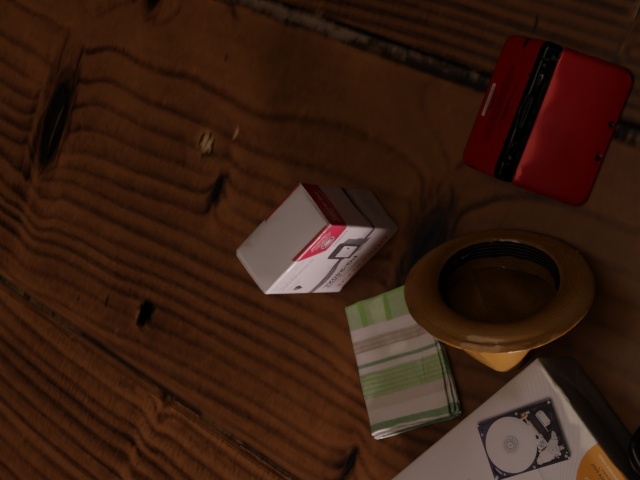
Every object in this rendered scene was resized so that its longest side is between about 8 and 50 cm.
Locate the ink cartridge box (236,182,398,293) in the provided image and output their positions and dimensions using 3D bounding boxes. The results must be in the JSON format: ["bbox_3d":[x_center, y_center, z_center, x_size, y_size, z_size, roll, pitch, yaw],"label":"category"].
[{"bbox_3d":[0.000,0.000,1.160,0.109,0.150,0.063,-47,66,23],"label":"ink cartridge box"}]

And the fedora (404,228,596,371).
[{"bbox_3d":[0.174,0.065,1.046,0.194,0.194,0.079,16,131,35],"label":"fedora"}]

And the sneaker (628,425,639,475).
[{"bbox_3d":[0.393,0.133,0.888,0.302,0.121,0.108,-35,67,27],"label":"sneaker"}]

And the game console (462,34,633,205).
[{"bbox_3d":[0.226,-0.123,1.095,0.124,0.085,0.144,37,109,64],"label":"game console"}]

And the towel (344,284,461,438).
[{"bbox_3d":[0.084,0.128,1.166,0.113,0.023,0.152,-22,73,31],"label":"towel"}]

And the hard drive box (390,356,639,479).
[{"bbox_3d":[0.194,0.252,1.037,0.232,0.089,0.181,-46,62,23],"label":"hard drive box"}]
